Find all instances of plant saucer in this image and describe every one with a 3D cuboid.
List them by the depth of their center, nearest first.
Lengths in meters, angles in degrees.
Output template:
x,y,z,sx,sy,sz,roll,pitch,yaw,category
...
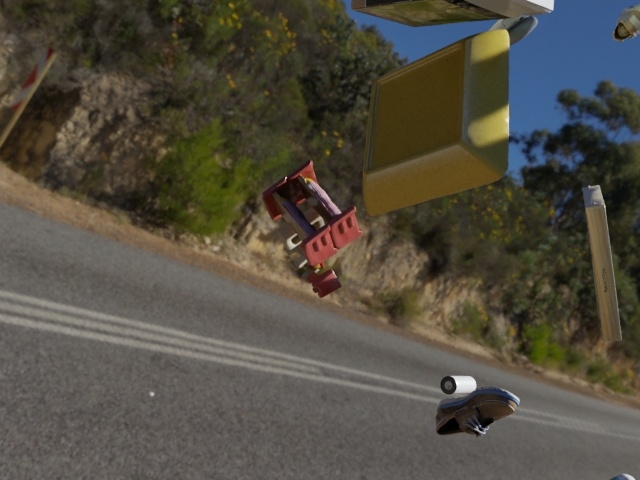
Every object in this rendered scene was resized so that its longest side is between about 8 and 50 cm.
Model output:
x,y,z,sx,sy,sz,roll,pitch,yaw,category
0.206,-0.244,1.307,0.081,0.333,0.332,26,-29,-39,plant saucer

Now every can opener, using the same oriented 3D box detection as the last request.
x,y,z,sx,sy,sz,roll,pitch,yaw,category
0.452,-0.512,1.776,0.074,0.280,0.093,40,23,-15,can opener

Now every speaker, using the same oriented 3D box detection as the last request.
x,y,z,sx,sy,sz,roll,pitch,yaw,category
0.416,0.434,1.977,0.055,0.055,0.136,33,12,37,speaker

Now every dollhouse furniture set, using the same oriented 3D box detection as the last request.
x,y,z,sx,sy,sz,roll,pitch,yaw,category
0.000,0.000,1.678,0.201,0.152,0.374,50,-11,31,dollhouse furniture set

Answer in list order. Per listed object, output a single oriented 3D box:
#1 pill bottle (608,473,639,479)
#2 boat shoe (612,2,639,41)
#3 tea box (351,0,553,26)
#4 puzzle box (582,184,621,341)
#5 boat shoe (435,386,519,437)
x,y,z,sx,sy,sz,roll,pitch,yaw,category
0.801,0.734,1.789,0.146,0.264,0.146,60,4,-7,pill bottle
0.669,-0.468,1.436,0.068,0.072,0.190,49,18,5,boat shoe
0.247,-0.588,1.209,0.323,0.329,0.219,11,12,41,tea box
0.836,0.059,1.961,0.052,0.409,0.272,-7,13,22,puzzle box
0.270,0.306,1.142,0.066,0.066,0.183,35,-36,-12,boat shoe
